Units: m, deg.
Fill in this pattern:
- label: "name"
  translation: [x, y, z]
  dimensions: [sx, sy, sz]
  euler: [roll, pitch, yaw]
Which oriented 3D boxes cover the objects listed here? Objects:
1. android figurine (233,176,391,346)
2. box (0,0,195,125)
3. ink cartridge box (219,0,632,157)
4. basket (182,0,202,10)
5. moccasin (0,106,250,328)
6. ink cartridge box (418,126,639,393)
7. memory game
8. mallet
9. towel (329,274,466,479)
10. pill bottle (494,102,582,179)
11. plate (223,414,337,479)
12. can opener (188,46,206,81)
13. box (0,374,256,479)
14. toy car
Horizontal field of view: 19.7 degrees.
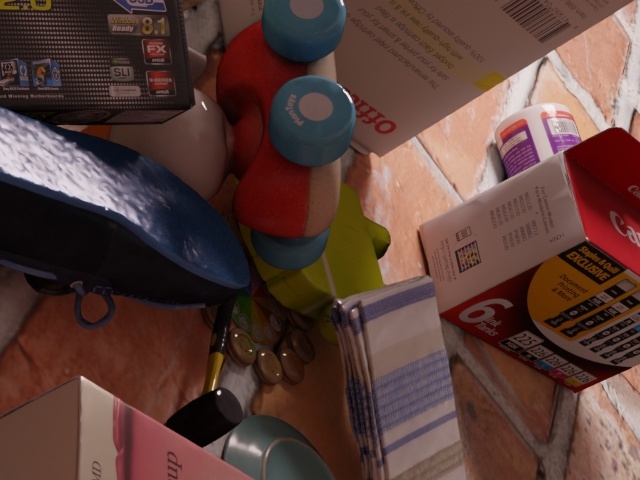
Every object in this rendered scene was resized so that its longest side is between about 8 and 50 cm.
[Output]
- label: "android figurine"
  translation: [0.000, 0.000, 1.844]
  dimensions: [0.273, 0.056, 0.248]
  euler: [31, 38, -53]
- label: "box"
  translation: [-0.242, -0.201, 1.465]
  dimensions: [0.270, 0.060, 0.216]
  euler: [-2, 81, -33]
- label: "ink cartridge box"
  translation: [0.114, -0.292, 1.973]
  dimensions: [0.279, 0.385, 0.160]
  euler: [33, 35, -42]
- label: "basket"
  translation: [-0.126, -0.310, 1.819]
  dimensions: [0.113, 0.167, 0.103]
  euler: [28, 47, -47]
- label: "moccasin"
  translation: [-0.205, -0.018, 1.473]
  dimensions: [0.342, 0.117, 0.137]
  euler: [27, 30, -41]
- label: "ink cartridge box"
  translation: [0.317, 0.029, 2.139]
  dimensions: [0.309, 0.272, 0.130]
  euler: [29, 41, -45]
- label: "memory game"
  translation: [-0.063, 0.054, 1.751]
  dimensions: [0.186, 0.012, 0.186]
  euler: [41, 33, -34]
- label: "mallet"
  translation: [-0.085, 0.103, 1.600]
  dimensions: [0.039, 0.062, 0.189]
  euler: [45, 36, -25]
- label: "towel"
  translation: [0.082, 0.181, 1.781]
  dimensions: [0.209, 0.034, 0.285]
  euler: [-17, 98, -63]
- label: "pill bottle"
  translation: [0.302, -0.071, 2.385]
  dimensions: [0.108, 0.108, 0.193]
  euler: [19, 50, -53]
- label: "plate"
  translation: [-0.018, 0.239, 1.643]
  dimensions: [0.188, 0.024, 0.188]
  euler: [42, 32, -34]
- label: "can opener"
  translation: [-0.208, -0.173, 1.647]
  dimensions: [0.283, 0.076, 0.095]
  euler: [24, 45, -48]
- label: "box"
  translation: [-0.141, 0.225, 1.334]
  dimensions: [0.232, 0.127, 0.148]
  euler: [37, 36, -39]
- label: "toy car"
  translation: [-0.103, -0.102, 1.631]
  dimensions: [0.219, 0.238, 0.210]
  euler: [104, -16, -59]
